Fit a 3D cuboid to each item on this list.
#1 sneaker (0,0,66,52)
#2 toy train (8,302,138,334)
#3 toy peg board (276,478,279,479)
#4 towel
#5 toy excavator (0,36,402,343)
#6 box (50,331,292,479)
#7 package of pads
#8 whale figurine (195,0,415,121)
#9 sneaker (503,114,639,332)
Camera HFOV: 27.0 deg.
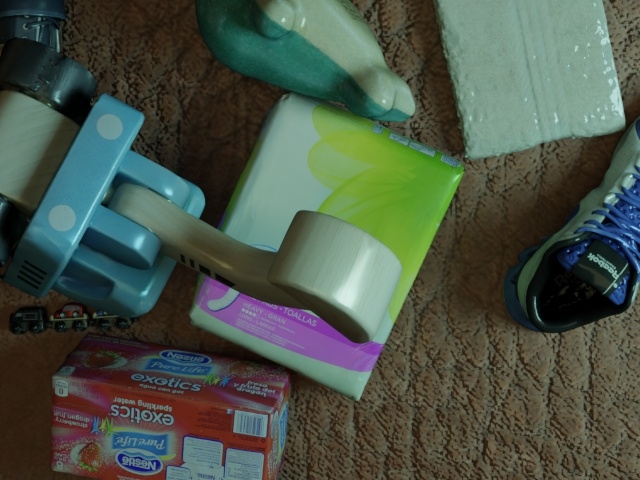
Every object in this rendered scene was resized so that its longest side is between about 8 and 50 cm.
[{"bbox_3d":[-0.283,-0.290,1.496,0.226,0.086,0.163,-8,86,16],"label":"sneaker"},{"bbox_3d":[-0.295,0.091,1.590,0.158,0.027,0.036,-3,87,7],"label":"toy train"},{"bbox_3d":[-0.035,0.373,1.588,0.160,0.079,0.161,27,99,17],"label":"toy peg board"},{"bbox_3d":[0.222,-0.241,1.481,0.187,0.049,0.282,-11,98,8],"label":"towel"},{"bbox_3d":[-0.174,-0.014,1.391,0.445,0.433,0.222,27,71,-11],"label":"toy excavator"},{"bbox_3d":[-0.170,0.203,1.527,0.257,0.122,0.128,8,111,8],"label":"box"},{"bbox_3d":[0.000,0.000,1.510,0.229,0.101,0.296,25,99,1],"label":"package of pads"},{"bbox_3d":[-0.024,-0.207,1.429,0.272,0.216,0.141,46,106,15],"label":"whale figurine"},{"bbox_3d":[0.327,-0.006,1.434,0.127,0.182,0.315,40,100,-2],"label":"sneaker"}]
